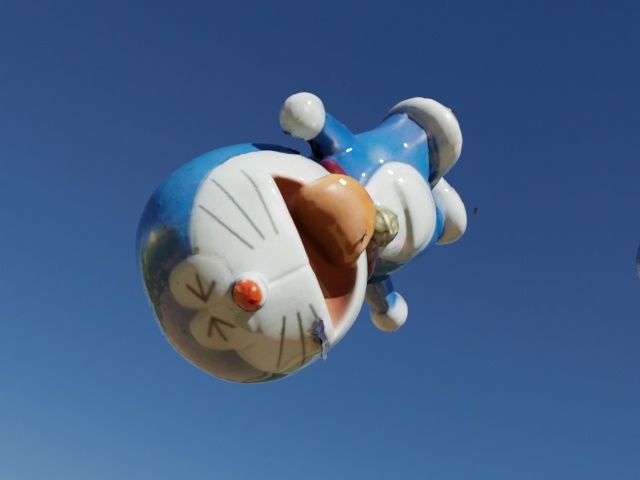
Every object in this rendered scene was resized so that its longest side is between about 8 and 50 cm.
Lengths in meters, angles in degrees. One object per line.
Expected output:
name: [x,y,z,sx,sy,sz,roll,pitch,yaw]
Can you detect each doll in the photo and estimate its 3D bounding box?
doll: [0.000,0.000,0.620,0.161,0.257,0.215,20,-47,54]

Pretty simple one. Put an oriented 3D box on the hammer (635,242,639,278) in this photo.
hammer: [0.357,0.050,0.801,0.116,0.069,0.194,32,-5,36]
